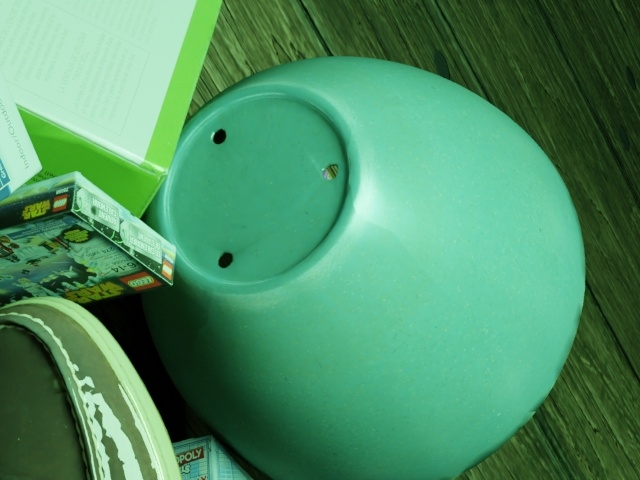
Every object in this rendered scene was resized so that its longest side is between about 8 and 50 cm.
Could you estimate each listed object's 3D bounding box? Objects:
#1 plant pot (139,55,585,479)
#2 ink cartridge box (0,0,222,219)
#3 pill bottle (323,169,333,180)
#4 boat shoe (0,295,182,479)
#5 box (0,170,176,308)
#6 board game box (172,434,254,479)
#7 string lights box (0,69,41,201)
[{"bbox_3d":[0.000,0.000,1.140,0.195,0.290,0.290,41,39,-59],"label":"plant pot"},{"bbox_3d":[-0.203,-0.125,1.084,0.255,0.097,0.188,25,42,-12],"label":"ink cartridge box"},{"bbox_3d":[0.001,-0.025,1.476,0.083,0.043,0.043,57,29,-30],"label":"pill bottle"},{"bbox_3d":[-0.145,0.196,0.949,0.123,0.123,0.342,9,72,-64],"label":"boat shoe"},{"bbox_3d":[-0.162,0.008,1.007,0.094,0.137,0.027,40,45,-48],"label":"box"},{"bbox_3d":[-0.052,0.228,1.184,0.194,0.060,0.194,17,60,-61],"label":"board game box"},{"bbox_3d":[-0.248,-0.035,0.862,0.259,0.077,0.133,-50,124,-56],"label":"string lights box"}]
